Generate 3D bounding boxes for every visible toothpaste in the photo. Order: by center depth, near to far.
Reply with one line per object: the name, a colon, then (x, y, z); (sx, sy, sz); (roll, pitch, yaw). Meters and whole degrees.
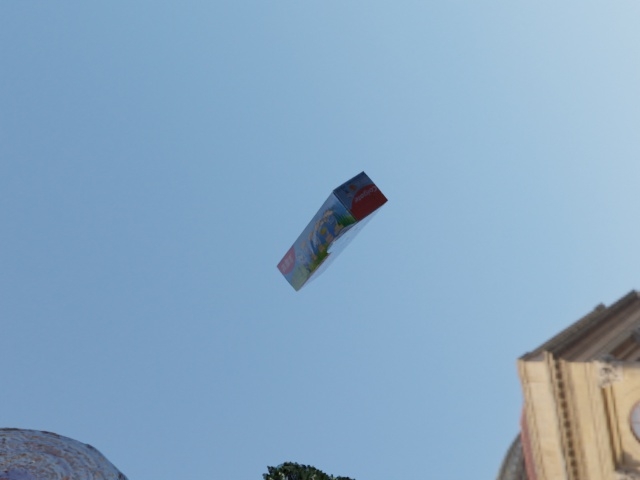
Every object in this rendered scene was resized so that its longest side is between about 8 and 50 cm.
toothpaste: (0.000, 0.000, 0.782); (0.070, 0.193, 0.044); (-34, -99, -32)

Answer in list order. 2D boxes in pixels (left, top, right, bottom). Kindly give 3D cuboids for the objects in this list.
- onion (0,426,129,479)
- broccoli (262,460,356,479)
onion: (-0.408, 0.420, 0.935); (0.282, 0.337, 0.260); (-34, -40, -67)
broccoli: (-0.004, 0.579, 1.266); (0.252, 0.221, 0.361); (52, -169, -20)
